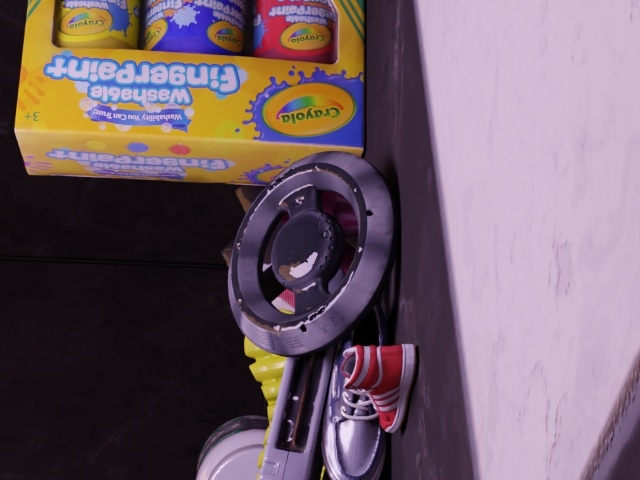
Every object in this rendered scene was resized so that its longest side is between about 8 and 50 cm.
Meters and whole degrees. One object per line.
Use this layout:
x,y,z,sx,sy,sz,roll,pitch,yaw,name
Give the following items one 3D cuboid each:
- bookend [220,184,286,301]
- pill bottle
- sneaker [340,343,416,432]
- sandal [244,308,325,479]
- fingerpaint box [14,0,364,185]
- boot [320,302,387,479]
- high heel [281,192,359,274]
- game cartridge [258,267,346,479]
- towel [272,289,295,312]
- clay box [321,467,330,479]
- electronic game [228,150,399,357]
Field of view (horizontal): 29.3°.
-0.077,-0.016,1.736,0.072,0.157,0.156,23,-150,-52,bookend
-0.107,0.409,2.039,0.361,0.204,0.204,153,120,-84,pill bottle
0.049,0.136,1.134,0.118,0.067,0.042,97,174,-45,sneaker
-0.019,0.258,1.736,0.138,0.126,0.317,20,-116,-62,sandal
-0.166,-0.273,1.654,0.163,0.444,0.371,108,165,-70,fingerpaint box
0.037,0.157,1.245,0.086,0.069,0.190,94,178,-57,boot
0.000,0.000,1.481,0.244,0.117,0.082,113,158,-76,high heel
-0.017,0.198,1.356,0.198,0.062,0.297,85,-166,-52,game cartridge
-0.036,0.079,1.942,0.237,0.037,0.329,-154,66,-62,towel
0.027,0.316,1.386,0.222,0.053,0.127,99,173,-58,clay box
-0.012,0.012,1.298,0.048,0.229,0.229,28,-127,-45,electronic game
